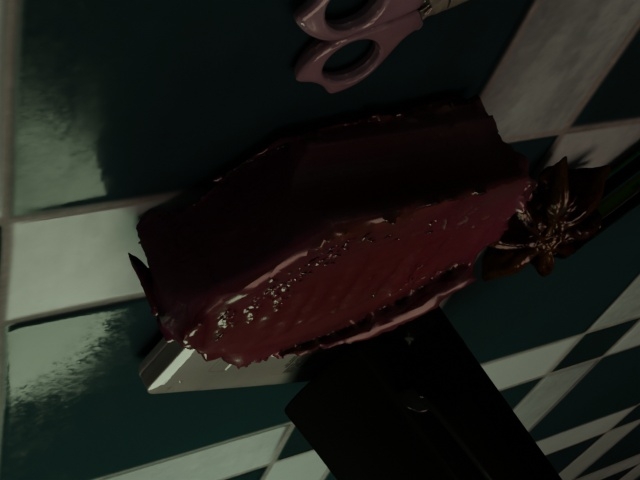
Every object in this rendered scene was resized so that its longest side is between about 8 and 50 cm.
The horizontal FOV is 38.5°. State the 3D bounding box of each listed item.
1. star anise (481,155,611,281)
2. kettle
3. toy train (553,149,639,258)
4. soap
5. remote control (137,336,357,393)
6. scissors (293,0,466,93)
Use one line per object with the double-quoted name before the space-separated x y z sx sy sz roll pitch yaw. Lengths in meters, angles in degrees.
"star anise" 0.215 -0.016 0.902 0.168 0.057 0.168 -16 132 -18
"kettle" 0.144 0.223 0.937 0.203 0.308 0.262 -23 159 -44
"toy train" 0.318 -0.060 0.949 0.209 0.042 0.044 -41 155 22
"soap" 0.000 0.000 0.706 0.289 0.112 0.182 -13 146 -23
"remote control" -0.055 0.107 0.903 0.250 0.034 0.103 4 138 -46
"scissors" 0.079 -0.158 0.606 0.212 0.021 0.110 -20 153 -13
